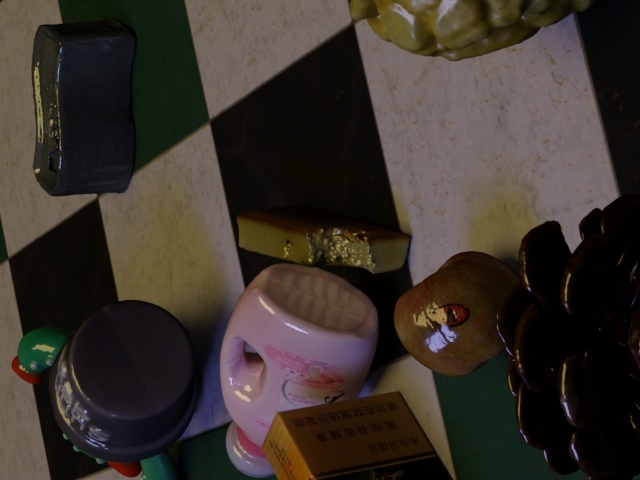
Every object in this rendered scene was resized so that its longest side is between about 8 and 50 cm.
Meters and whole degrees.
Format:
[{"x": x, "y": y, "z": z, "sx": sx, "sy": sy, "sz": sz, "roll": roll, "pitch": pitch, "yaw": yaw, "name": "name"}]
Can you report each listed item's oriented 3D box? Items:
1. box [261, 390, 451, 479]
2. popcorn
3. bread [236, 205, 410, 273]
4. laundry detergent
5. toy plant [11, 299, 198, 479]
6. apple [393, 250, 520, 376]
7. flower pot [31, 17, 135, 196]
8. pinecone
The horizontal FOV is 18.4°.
[{"x": 0.059, "y": 0.269, "z": 1.999, "sx": 0.237, "sy": 0.152, "sz": 0.070, "roll": 58, "pitch": 141, "yaw": 37, "name": "box"}, {"x": 0.126, "y": -0.273, "z": 1.690, "sx": 0.249, "sy": 0.249, "sz": 0.225, "roll": 24, "pitch": 142, "yaw": 55, "name": "popcorn"}, {"x": 0.000, "y": 0.000, "z": 2.108, "sx": 0.226, "sy": 0.088, "sz": 0.049, "roll": 15, "pitch": 107, "yaw": 59, "name": "bread"}, {"x": -0.039, "y": 0.153, "z": 2.155, "sx": 0.335, "sy": 0.159, "sz": 0.088, "roll": 112, "pitch": -178, "yaw": -53, "name": "laundry detergent"}, {"x": -0.260, "y": 0.188, "z": 2.479, "sx": 0.400, "sy": 0.279, "sz": 0.185, "roll": 120, "pitch": 174, "yaw": -71, "name": "toy plant"}, {"x": 0.134, "y": 0.071, "z": 1.866, "sx": 0.102, "sy": 0.126, "sz": 0.126, "roll": 54, "pitch": 145, "yaw": 1, "name": "apple"}, {"x": -0.310, "y": -0.172, "z": 2.570, "sx": 0.103, "sy": 0.108, "sz": 0.229, "roll": 25, "pitch": 116, "yaw": 56, "name": "flower pot"}, {"x": 0.266, "y": 0.082, "z": 1.544, "sx": 0.309, "sy": 0.244, "sz": 0.244, "roll": -3, "pitch": 93, "yaw": 40, "name": "pinecone"}]
